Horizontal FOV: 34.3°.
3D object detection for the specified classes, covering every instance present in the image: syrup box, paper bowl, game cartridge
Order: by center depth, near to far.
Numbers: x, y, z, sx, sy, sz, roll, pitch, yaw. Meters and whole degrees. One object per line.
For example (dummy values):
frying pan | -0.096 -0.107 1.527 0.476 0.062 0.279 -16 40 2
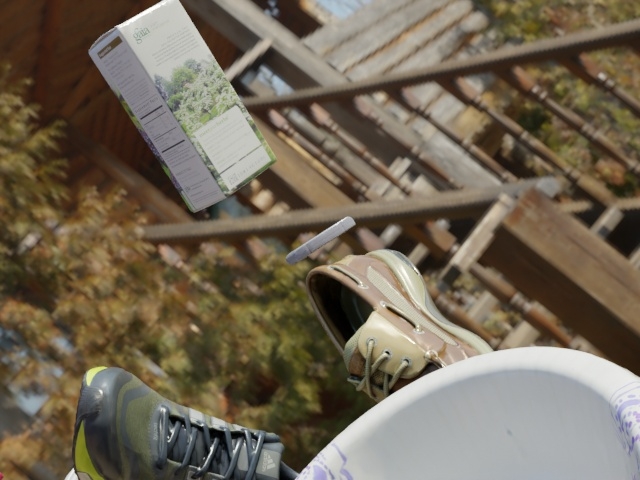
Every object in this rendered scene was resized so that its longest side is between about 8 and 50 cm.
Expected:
paper bowl | 0.089 0.204 0.524 0.284 0.148 0.284 -36 22 17
game cartridge | 0.000 0.000 1.206 0.083 0.017 0.056 -33 4 -17
syrup box | -0.166 -0.163 1.253 0.093 0.237 0.096 -39 12 -33

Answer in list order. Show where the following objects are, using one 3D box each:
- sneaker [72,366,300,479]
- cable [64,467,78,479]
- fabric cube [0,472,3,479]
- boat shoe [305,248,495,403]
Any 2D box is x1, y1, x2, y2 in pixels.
sneaker | -0.100 0.184 0.891 0.300 0.121 0.111 46 -141 -51
cable | -0.245 0.399 1.456 0.257 0.257 0.089 -17 -28 -31
fabric cube | -0.447 0.186 0.738 0.259 0.258 0.254 -26 16 34
boat shoe | 0.079 0.124 1.056 0.119 0.324 0.123 0 -60 -28
